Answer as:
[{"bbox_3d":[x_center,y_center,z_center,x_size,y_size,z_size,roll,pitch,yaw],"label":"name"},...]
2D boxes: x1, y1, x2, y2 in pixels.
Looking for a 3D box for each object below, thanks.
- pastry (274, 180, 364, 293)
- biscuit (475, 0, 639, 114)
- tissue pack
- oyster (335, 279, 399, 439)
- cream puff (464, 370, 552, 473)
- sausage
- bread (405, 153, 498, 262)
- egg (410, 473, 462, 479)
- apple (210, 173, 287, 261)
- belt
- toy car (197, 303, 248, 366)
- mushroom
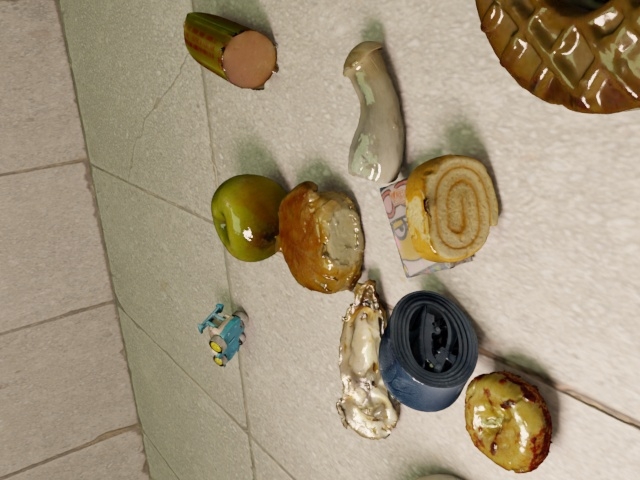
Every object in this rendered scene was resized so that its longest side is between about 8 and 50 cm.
[{"bbox_3d":[0.000,0.000,1.281,0.218,0.100,0.229,-53,53,49],"label":"pastry"},{"bbox_3d":[0.286,-0.289,0.666,0.332,0.103,0.332,34,132,47],"label":"biscuit"},{"bbox_3d":[0.160,-0.025,1.036,0.115,0.065,0.155,-21,86,59],"label":"tissue pack"},{"bbox_3d":[0.096,0.228,1.268,0.129,0.078,0.345,11,113,34],"label":"oyster"},{"bbox_3d":[0.276,0.254,0.960,0.149,0.084,0.149,25,121,50],"label":"cream puff"},{"bbox_3d":[-0.222,-0.418,1.424,0.117,0.125,0.317,-55,44,1],"label":"sausage"},{"bbox_3d":[0.185,-0.045,0.932,0.073,0.122,0.149,176,85,-72],"label":"bread"},{"bbox_3d":[0.142,0.610,1.101,0.354,0.340,0.354,30,127,49],"label":"egg"},{"bbox_3d":[-0.146,-0.052,1.441,0.196,0.157,0.196,33,130,50],"label":"apple"},{"bbox_3d":[0.163,0.166,1.024,0.190,0.141,0.082,-80,6,-47],"label":"belt"},{"bbox_3d":[-0.267,0.258,1.812,0.098,0.126,0.161,29,142,16],"label":"toy car"},{"bbox_3d":[0.085,-0.203,1.065,0.092,0.081,0.223,4,105,38],"label":"mushroom"}]
